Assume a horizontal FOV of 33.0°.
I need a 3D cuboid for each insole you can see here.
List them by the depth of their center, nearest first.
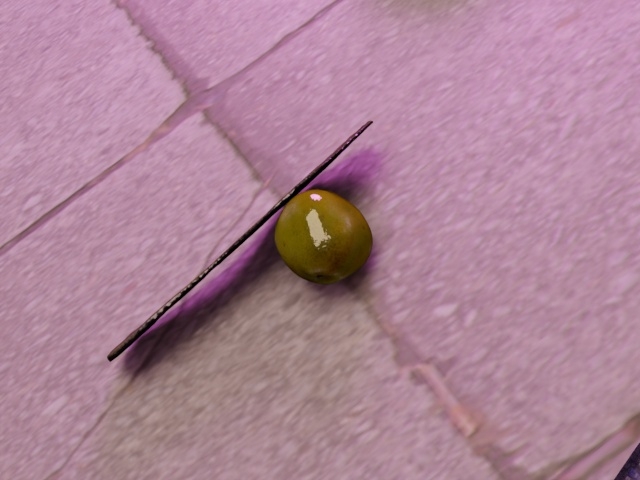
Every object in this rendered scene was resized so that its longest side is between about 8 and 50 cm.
[{"bbox_3d":[-0.077,-0.003,1.057,0.348,0.009,0.119,-42,2,-3],"label":"insole"}]

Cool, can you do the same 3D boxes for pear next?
[{"bbox_3d":[0.000,0.000,1.005,0.092,0.092,0.097,-16,26,17],"label":"pear"}]

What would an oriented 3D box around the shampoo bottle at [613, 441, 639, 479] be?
[{"bbox_3d":[0.243,0.167,0.718,0.087,0.049,0.233,33,90,43],"label":"shampoo bottle"}]
